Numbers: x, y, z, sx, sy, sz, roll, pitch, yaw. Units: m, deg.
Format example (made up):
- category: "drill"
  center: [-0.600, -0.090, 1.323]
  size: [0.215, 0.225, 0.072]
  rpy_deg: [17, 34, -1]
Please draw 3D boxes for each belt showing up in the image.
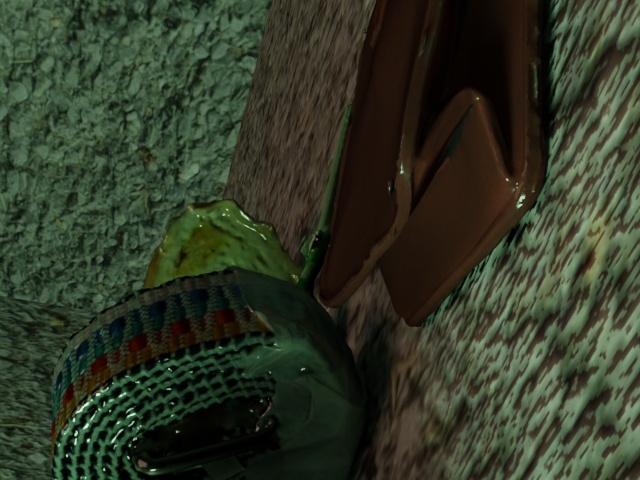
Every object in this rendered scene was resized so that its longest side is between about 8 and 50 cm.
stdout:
- category: "belt"
  center: [-0.088, 0.139, 0.923]
  size: [0.150, 0.258, 0.207]
  rpy_deg: [-113, 12, -58]

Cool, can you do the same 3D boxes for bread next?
- category: "bread"
  center: [-0.131, 0.106, 1.401]
  size: [0.252, 0.196, 0.238]
  rpy_deg: [127, 156, -65]

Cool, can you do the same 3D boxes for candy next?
- category: "candy"
  center: [-0.002, 0.001, 1.136]
  size: [0.097, 0.097, 0.323]
  rpy_deg: [120, 167, -64]

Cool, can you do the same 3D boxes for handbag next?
- category: "handbag"
  center: [0.072, -0.102, 0.750]
  size: [0.260, 0.084, 0.275]
  rpy_deg: [116, 163, -67]
